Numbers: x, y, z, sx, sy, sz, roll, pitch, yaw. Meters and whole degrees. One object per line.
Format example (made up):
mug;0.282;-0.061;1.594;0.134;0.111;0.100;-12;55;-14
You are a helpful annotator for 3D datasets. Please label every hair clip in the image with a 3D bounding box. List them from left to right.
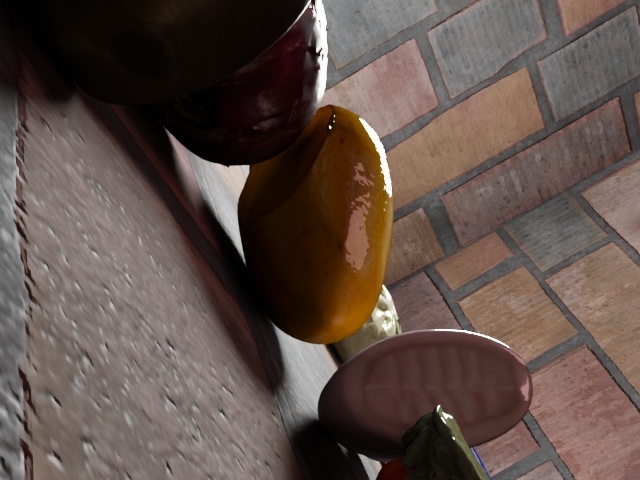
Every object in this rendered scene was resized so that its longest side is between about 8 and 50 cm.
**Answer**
hair clip;0.089;0.246;0.581;0.138;0.091;0.321;-123;-168;-47

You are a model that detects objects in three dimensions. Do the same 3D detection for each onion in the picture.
onion;-0.087;-0.182;0.755;0.246;0.190;0.246;159;-90;-75

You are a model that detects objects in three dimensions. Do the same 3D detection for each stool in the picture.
stool;-0.126;-0.225;0.440;0.264;0.179;0.179;58;3;-47

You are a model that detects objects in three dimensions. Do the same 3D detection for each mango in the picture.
mango;0.000;0.000;0.787;0.138;0.187;0.257;23;40;-20

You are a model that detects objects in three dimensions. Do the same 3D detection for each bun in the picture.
bun;0.055;0.108;1.311;0.210;0.116;0.237;62;3;33

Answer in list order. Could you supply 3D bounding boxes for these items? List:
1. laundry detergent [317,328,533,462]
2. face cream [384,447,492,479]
laundry detergent;0.075;0.148;0.745;0.335;0.159;0.088;98;-8;-74
face cream;0.161;0.314;1.094;0.206;0.111;0.206;59;2;-3
